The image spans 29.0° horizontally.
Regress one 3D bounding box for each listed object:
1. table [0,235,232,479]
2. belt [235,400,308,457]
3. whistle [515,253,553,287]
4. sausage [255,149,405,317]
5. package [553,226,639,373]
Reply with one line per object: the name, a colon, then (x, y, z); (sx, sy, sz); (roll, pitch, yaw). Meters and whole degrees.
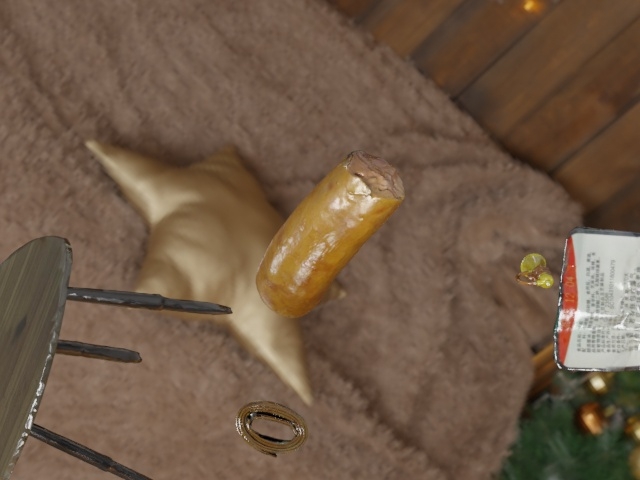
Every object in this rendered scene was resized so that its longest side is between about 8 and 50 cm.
table: (-0.296, 0.158, 1.599); (0.249, 0.317, 0.317); (17, 45, -33)
belt: (-0.056, 0.213, 1.402); (0.083, 0.036, 0.059); (17, 84, -2)
whistle: (0.369, 0.055, 2.132); (0.057, 0.046, 0.109); (22, 13, -4)
sausage: (0.001, 0.002, 1.584); (0.108, 0.270, 0.109); (22, 40, -20)
package: (0.377, 0.073, 1.401); (0.231, 0.040, 0.166); (4, 92, -8)
